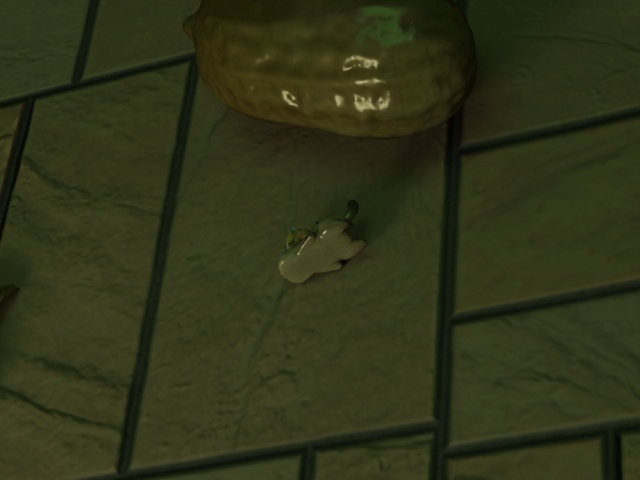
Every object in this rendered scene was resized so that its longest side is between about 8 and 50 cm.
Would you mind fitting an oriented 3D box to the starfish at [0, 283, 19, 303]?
[{"bbox_3d":[-0.396,0.132,1.698,0.235,0.062,0.277,15,64,44],"label":"starfish"}]

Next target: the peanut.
[{"bbox_3d":[-0.002,-0.181,1.670,0.340,0.158,0.174,9,58,34],"label":"peanut"}]

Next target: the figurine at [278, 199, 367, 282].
[{"bbox_3d":[0.000,0.000,1.595,0.083,0.047,0.050,-27,28,15],"label":"figurine"}]
